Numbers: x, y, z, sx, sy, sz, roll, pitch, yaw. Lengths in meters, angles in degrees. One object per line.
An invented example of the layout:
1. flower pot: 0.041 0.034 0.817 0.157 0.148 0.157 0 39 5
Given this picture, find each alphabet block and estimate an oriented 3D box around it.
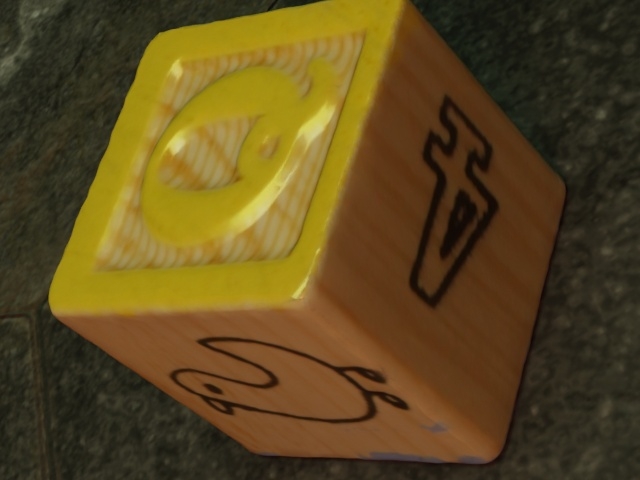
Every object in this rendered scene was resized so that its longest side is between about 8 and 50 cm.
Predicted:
1. alphabet block: 0.000 0.000 0.838 0.192 0.197 0.193 -6 56 38
